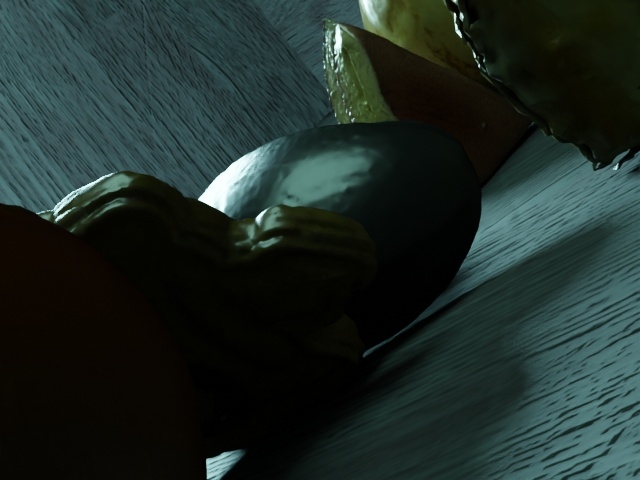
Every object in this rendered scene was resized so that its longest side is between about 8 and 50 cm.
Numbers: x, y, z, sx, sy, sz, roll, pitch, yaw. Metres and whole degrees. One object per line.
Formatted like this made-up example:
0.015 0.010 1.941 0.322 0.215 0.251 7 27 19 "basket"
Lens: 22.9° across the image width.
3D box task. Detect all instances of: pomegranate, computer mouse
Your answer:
0.134 -0.212 1.278 0.215 0.215 0.215 -39 6 5 "pomegranate"
-0.026 0.012 0.933 0.270 0.086 0.137 -32 51 39 "computer mouse"

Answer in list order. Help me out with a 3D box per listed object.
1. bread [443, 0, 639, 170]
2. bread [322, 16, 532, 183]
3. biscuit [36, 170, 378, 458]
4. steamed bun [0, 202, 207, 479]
0.166 -0.230 0.874 0.248 0.315 0.279 -35 -3 28 "bread"
0.076 -0.083 1.175 0.067 0.192 0.119 -33 41 45 "bread"
-0.094 0.058 0.854 0.290 0.208 0.041 -25 43 29 "biscuit"
-0.203 0.125 0.635 0.235 0.248 0.379 -32 -15 22 "steamed bun"
